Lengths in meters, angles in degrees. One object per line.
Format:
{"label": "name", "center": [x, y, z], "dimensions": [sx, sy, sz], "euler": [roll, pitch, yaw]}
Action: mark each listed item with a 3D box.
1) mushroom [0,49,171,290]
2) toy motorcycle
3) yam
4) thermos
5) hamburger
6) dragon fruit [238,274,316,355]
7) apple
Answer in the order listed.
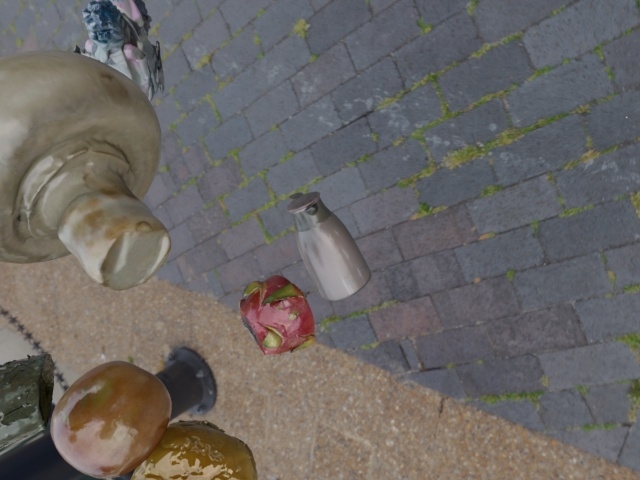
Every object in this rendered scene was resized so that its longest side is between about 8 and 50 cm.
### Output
{"label": "mushroom", "center": [-0.216, -0.065, 0.417], "dimensions": [0.209, 0.206, 0.206], "euler": [10, 108, 17]}
{"label": "toy motorcycle", "center": [-0.301, -0.261, 0.682], "dimensions": [0.108, 0.204, 0.239], "euler": [-9, 92, -5]}
{"label": "yam", "center": [-0.600, 0.302, 0.816], "dimensions": [0.154, 0.254, 0.154], "euler": [37, 134, 53]}
{"label": "thermos", "center": [0.000, 0.000, 0.864], "dimensions": [0.193, 0.105, 0.137], "euler": [61, 170, -21]}
{"label": "hamburger", "center": [-0.302, 0.594, 1.130], "dimensions": [0.319, 0.158, 0.318], "euler": [1, 82, -4]}
{"label": "dragon fruit", "center": [-0.045, 0.073, 0.463], "dimensions": [0.083, 0.056, 0.060], "euler": [52, 149, 21]}
{"label": "apple", "center": [-0.442, 0.379, 1.029], "dimensions": [0.254, 0.253, 0.253], "euler": [9, 107, 31]}
